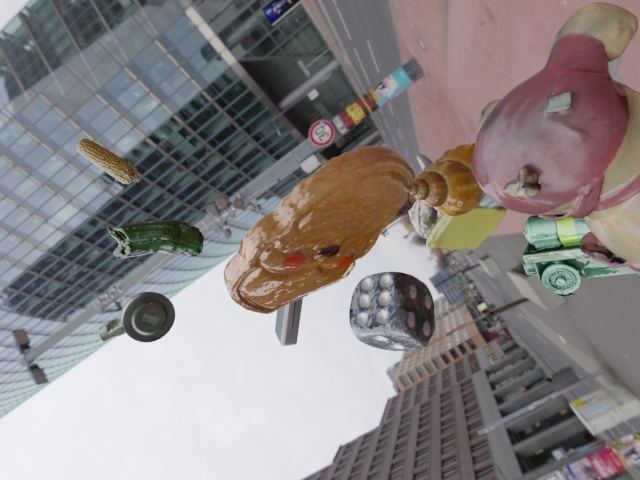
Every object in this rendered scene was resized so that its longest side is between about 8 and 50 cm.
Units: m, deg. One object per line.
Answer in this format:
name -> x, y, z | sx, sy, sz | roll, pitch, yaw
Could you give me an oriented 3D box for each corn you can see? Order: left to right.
corn -> -0.267, -0.099, 0.535 | 0.083, 0.028, 0.027 | 34, -123, -12

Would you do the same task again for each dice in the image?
dice -> 0.200, 0.200, 1.171 | 0.183, 0.182, 0.182 | 33, -126, -37

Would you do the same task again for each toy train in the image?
toy train -> 0.364, -0.003, 0.545 | 0.083, 0.200, 0.132 | -40, -69, -49

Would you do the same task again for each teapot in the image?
teapot -> -0.346, 0.138, 0.792 | 0.124, 0.091, 0.091 | 5, 180, -34

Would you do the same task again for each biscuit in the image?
biscuit -> 0.000, 0.001, 0.847 | 0.350, 0.455, 0.078 | 9, -140, -49

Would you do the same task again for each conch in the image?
conch -> 0.248, -0.106, 0.684 | 0.331, 0.093, 0.109 | -16, -71, -38

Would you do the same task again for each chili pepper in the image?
chili pepper -> -0.384, -0.005, 0.993 | 0.225, 0.097, 0.061 | 4, -159, -40

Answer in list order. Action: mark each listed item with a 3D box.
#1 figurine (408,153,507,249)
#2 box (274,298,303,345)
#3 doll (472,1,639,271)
figurine -> 0.405, -0.196, 1.332 | 0.267, 0.361, 0.377 | 17, -147, -43
box -> -0.094, 0.193, 1.281 | 0.055, 0.243, 0.103 | 0, -160, -21
doll -> 0.259, -0.055, 0.346 | 0.256, 0.152, 0.196 | 31, -164, 3
